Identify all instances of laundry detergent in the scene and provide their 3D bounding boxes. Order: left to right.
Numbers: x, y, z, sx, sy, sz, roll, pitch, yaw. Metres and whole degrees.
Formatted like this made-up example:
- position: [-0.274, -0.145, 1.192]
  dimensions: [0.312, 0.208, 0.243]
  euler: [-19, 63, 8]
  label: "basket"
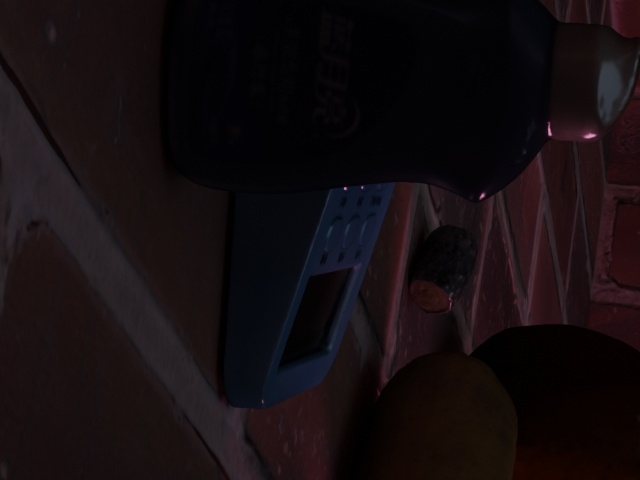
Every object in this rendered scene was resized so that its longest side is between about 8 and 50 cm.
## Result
- position: [0.052, -0.096, 1.205]
  dimensions: [0.094, 0.290, 0.143]
  euler: [-18, 111, -76]
  label: "laundry detergent"

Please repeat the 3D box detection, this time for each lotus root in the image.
- position: [0.098, 0.246, 1.832]
  dimensions: [0.343, 0.151, 0.169]
  euler: [-69, 172, -47]
  label: "lotus root"

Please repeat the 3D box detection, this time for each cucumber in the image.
- position: [0.133, 0.033, 2.090]
  dimensions: [0.112, 0.064, 0.064]
  euler: [-67, 158, -53]
  label: "cucumber"

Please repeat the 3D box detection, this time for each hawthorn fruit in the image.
- position: [0.291, 0.250, 2.321]
  dimensions: [0.308, 0.325, 0.308]
  euler: [-27, 129, -40]
  label: "hawthorn fruit"

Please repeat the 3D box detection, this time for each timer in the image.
- position: [0.000, 0.000, 1.467]
  dimensions: [0.232, 0.091, 0.250]
  euler: [-14, 112, -77]
  label: "timer"
